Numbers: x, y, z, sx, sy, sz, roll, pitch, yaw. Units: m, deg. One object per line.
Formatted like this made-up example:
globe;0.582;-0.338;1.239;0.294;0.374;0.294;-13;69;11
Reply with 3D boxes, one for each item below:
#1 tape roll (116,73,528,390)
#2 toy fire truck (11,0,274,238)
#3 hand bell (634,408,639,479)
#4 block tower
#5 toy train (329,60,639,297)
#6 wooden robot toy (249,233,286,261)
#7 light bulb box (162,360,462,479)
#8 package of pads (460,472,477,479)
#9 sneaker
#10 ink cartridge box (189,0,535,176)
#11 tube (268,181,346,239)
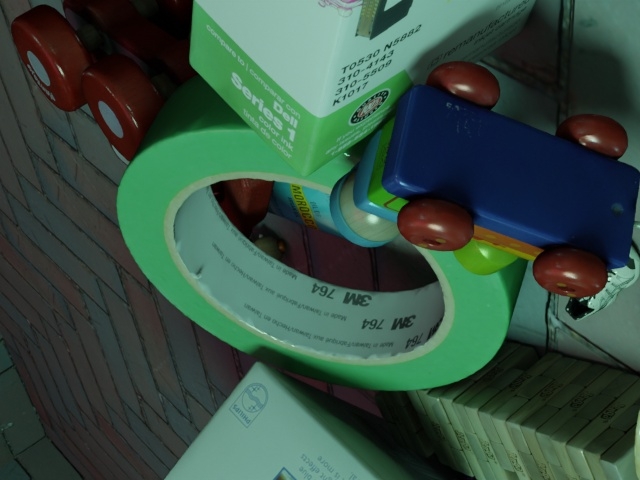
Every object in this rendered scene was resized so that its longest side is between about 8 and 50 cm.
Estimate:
tape roll;0.000;0.000;0.901;0.321;0.077;0.321;16;146;11
toy fire truck;-0.139;-0.119;1.087;0.302;0.169;0.253;36;153;38
hand bell;0.319;0.126;0.653;0.242;0.126;0.126;17;136;37
block tower;0.172;0.150;0.932;0.335;0.097;0.091;8;128;57
toy train;0.135;-0.009;0.701;0.248;0.105;0.143;19;162;-17
wooden robot toy;-0.074;0.008;1.267;0.079;0.076;0.173;-20;94;21
light bulb box;-0.019;0.352;1.061;0.225;0.361;0.358;40;-178;33
package of pads;0.172;0.233;1.109;0.083;0.032;0.050;25;141;49
sneaker;0.198;0.031;0.804;0.032;0.037;0.083;47;153;24
ink cartridge box;0.046;-0.191;0.607;0.117;0.201;0.278;47;154;16
tube;-0.037;-0.050;1.133;0.207;0.052;0.080;19;148;45
